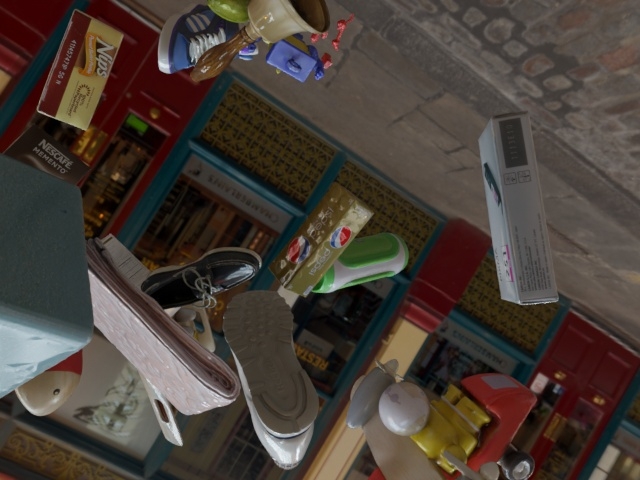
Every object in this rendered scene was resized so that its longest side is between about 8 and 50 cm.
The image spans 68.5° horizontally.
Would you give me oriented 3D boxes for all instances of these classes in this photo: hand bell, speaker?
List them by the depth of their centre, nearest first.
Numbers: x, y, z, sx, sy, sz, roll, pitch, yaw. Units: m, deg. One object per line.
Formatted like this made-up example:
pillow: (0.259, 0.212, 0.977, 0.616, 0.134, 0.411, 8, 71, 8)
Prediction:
hand bell: (-0.116, -0.312, 0.727, 0.242, 0.126, 0.126, -23, 141, 33)
speaker: (0.093, 0.054, 1.232, 0.296, 0.131, 0.131, -10, -154, -38)

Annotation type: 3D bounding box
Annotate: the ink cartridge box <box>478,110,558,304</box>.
ink cartridge box: (0.306, -0.041, 0.774, 0.060, 0.275, 0.239, -7, 175, 8)

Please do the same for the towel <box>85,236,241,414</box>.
towel: (-0.288, 0.166, 0.789, 0.317, 0.053, 0.332, 46, 148, -1)

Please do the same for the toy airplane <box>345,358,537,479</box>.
toy airplane: (0.157, 0.371, 0.825, 0.385, 0.384, 0.273, -11, 116, 35)

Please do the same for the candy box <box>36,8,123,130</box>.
candy box: (-0.464, -0.339, 0.924, 0.087, 0.183, 0.316, 22, -169, -31)

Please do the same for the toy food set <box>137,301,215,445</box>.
toy food set: (-0.322, 0.288, 1.124, 0.092, 0.220, 0.306, -3, -150, 7)

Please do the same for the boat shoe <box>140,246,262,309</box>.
boat shoe: (-0.231, 0.079, 0.885, 0.079, 0.254, 0.095, -85, -21, -51)

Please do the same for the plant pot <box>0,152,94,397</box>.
plant pot: (-0.442, 0.028, 0.501, 0.252, 0.247, 0.248, 44, -162, -55)

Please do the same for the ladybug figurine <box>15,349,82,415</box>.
ladybug figurine: (-0.921, 0.351, 1.590, 0.305, 0.161, 0.450, 96, 155, -66)

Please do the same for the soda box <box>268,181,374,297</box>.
soda box: (0.000, 0.000, 0.760, 0.058, 0.181, 0.061, 31, -169, -48)

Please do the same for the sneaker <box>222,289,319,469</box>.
sneaker: (-0.067, 0.156, 0.578, 0.090, 0.095, 0.235, -8, -142, -11)

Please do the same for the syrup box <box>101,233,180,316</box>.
syrup box: (-0.433, 0.095, 1.068, 0.236, 0.096, 0.093, 34, 156, 29)

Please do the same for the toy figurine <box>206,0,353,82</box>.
toy figurine: (-0.081, -0.488, 1.099, 0.362, 0.191, 0.217, 21, -135, -34)

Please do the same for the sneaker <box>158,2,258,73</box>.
sneaker: (-0.304, -0.574, 1.363, 0.236, 0.323, 0.130, 15, 140, 0)

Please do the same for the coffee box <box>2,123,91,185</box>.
coffee box: (-0.628, -0.105, 0.980, 0.141, 0.247, 0.098, 45, 160, -31)
